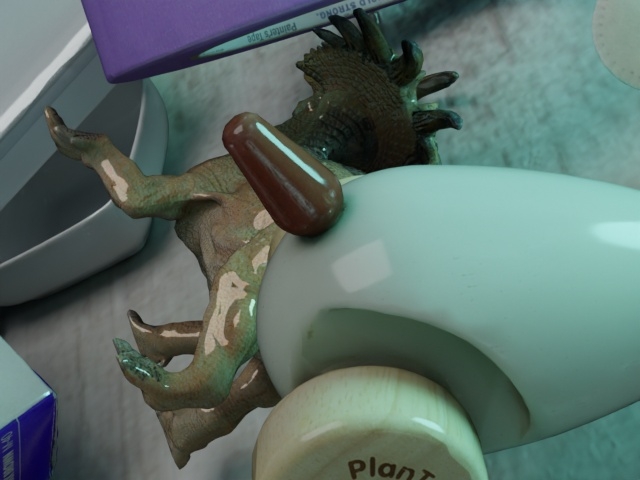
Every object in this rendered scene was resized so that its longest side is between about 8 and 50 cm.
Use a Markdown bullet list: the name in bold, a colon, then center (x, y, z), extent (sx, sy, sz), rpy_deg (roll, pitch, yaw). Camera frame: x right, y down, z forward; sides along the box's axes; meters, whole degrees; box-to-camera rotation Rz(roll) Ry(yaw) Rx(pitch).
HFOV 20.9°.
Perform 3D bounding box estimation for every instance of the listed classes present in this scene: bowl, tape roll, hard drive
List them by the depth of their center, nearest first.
- **tape roll**: center (0.012, -0.160, 0.857), extent (0.274, 0.090, 0.275), rpy_deg (-19, 4, 1)
- **bowl**: center (-0.148, -0.025, 1.039), extent (0.142, 0.053, 0.142), rpy_deg (-26, 36, 26)
- **hard drive**: center (-0.276, -0.046, 1.086), extent (0.353, 0.047, 0.233), rpy_deg (-47, 39, 1)

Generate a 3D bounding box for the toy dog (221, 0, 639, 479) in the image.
- **toy dog**: center (0.100, -0.018, 0.607), extent (0.333, 0.161, 0.220), rpy_deg (-31, 34, -7)

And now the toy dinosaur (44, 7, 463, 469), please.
- **toy dinosaur**: center (0.000, 0.000, 0.798), extent (0.200, 0.127, 0.296), rpy_deg (-21, 45, -2)

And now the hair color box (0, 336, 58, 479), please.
- **hair color box**: center (-0.312, 0.126, 0.816), extent (0.339, 0.110, 0.185), rpy_deg (-37, 70, -27)
